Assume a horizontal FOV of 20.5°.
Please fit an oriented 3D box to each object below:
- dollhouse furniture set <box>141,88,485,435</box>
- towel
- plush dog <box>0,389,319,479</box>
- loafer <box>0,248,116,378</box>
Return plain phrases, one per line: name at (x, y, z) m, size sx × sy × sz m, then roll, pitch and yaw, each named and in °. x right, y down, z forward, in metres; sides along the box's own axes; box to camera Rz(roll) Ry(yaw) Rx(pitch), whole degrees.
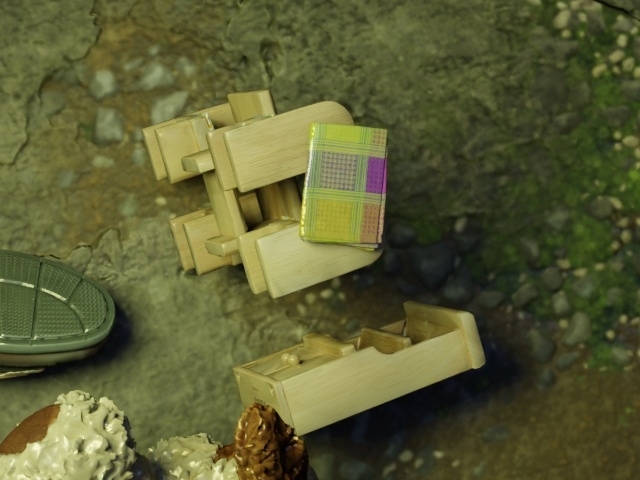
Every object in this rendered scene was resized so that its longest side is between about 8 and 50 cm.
dollhouse furniture set at (0.000, 0.000, 1.310) m, size 0.161 × 0.212 × 0.242 m, roll -19°, pitch 100°, yaw -19°
towel at (0.016, -0.036, 1.194) m, size 0.060 × 0.009 × 0.083 m, roll 4°, pitch 90°, yaw -20°
plush dog at (-0.103, 0.207, 1.236) m, size 0.225 × 0.262 × 0.211 m, roll -18°, pitch 76°, yaw -17°
loafer at (-0.291, 0.061, 1.346) m, size 0.267 × 0.084 × 0.096 m, roll 5°, pitch 48°, yaw -8°
